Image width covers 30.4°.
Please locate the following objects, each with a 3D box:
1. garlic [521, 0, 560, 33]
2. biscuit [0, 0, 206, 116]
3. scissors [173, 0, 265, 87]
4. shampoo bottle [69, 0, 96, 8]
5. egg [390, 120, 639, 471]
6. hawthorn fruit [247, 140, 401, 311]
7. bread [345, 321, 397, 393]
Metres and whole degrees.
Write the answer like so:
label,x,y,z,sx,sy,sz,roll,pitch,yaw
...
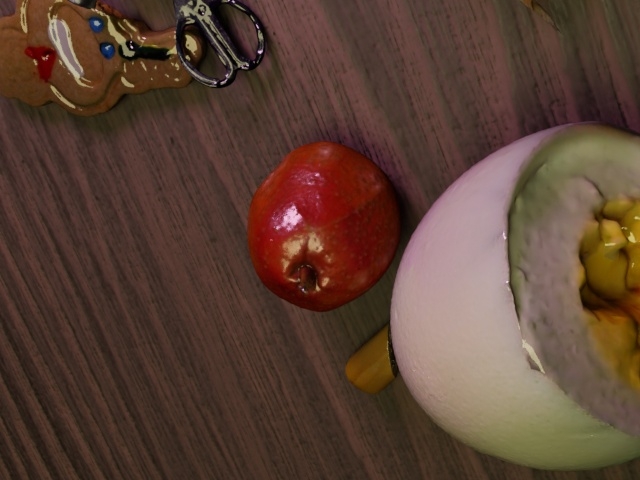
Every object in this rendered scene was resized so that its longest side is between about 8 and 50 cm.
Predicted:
label,x,y,z,sx,sy,sz,roll,pitch,yaw
garlic,0.226,-0.328,1.245,0.128,0.090,0.198,16,114,1
biscuit,-0.297,-0.246,1.515,0.319,0.047,0.184,12,120,15
scissors,-0.176,-0.326,1.430,0.109,0.022,0.300,-32,94,6
shampoo bottle,-0.225,-0.415,1.371,0.098,0.071,0.310,30,112,6
egg,0.231,0.083,1.294,0.354,0.354,0.340,51,145,-6
hawthorn fruit,0.000,0.000,1.403,0.196,0.225,0.197,6,125,9
bread,0.079,0.158,1.543,0.062,0.049,0.103,44,123,-1
